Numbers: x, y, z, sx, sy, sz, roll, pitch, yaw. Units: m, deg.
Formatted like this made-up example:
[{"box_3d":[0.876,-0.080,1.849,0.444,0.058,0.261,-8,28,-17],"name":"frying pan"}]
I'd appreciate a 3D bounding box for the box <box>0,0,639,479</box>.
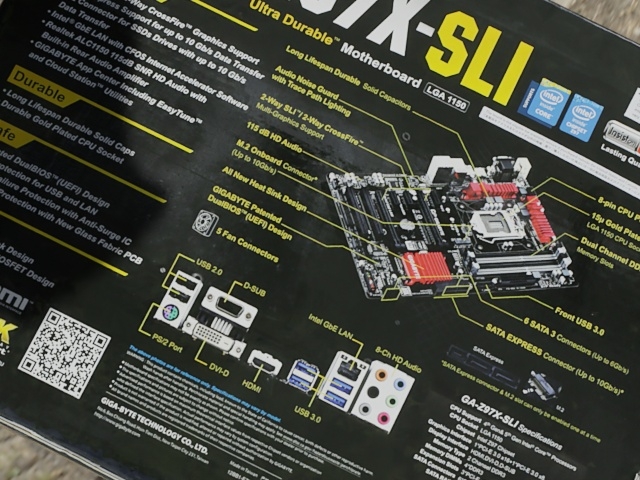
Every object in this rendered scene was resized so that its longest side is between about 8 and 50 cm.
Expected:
[{"box_3d":[0.000,0.000,0.632,0.322,0.079,0.257,26,76,2],"name":"box"}]
